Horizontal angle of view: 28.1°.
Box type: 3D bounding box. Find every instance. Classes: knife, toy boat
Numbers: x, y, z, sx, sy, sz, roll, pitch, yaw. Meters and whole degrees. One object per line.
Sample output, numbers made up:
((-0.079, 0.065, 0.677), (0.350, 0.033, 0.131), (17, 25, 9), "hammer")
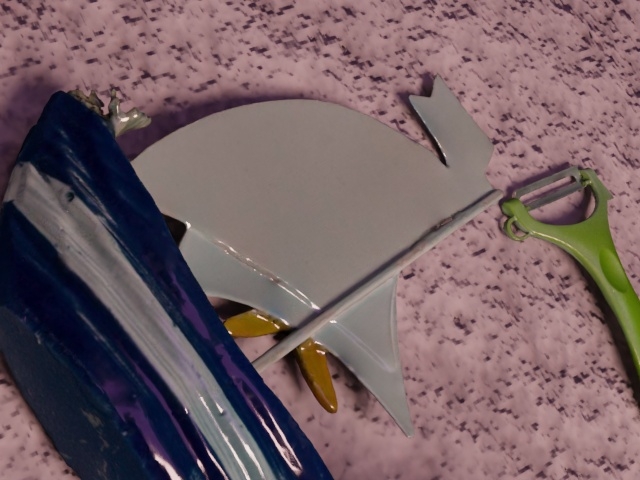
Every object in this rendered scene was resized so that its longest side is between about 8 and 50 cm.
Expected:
((0.154, 0.041, 0.662), (0.078, 0.022, 0.166), (-22, 82, -30), "knife")
((0.000, 0.000, 0.565), (0.291, 0.067, 0.220), (-35, 90, -38), "toy boat")
